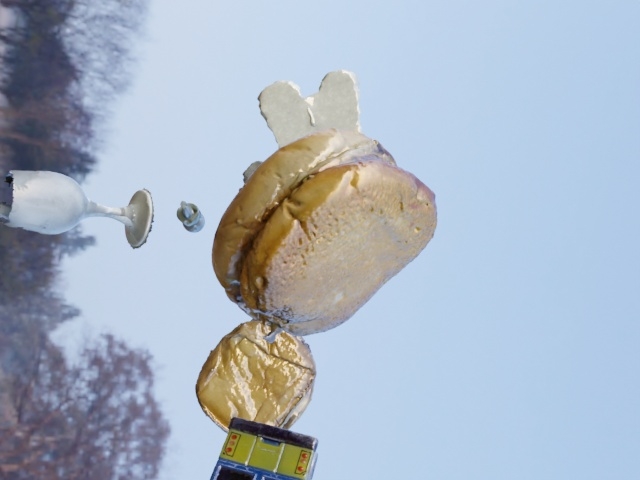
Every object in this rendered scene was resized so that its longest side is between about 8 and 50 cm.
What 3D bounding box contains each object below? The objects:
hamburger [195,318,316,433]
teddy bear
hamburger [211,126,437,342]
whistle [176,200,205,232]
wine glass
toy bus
[{"bbox_3d":[-0.141,0.322,2.021,0.283,0.259,0.144,-45,180,-6],"label":"hamburger"},{"bbox_3d":[-0.014,-0.155,1.981,0.362,0.328,0.375,154,-76,-84],"label":"teddy bear"},{"bbox_3d":[0.000,0.000,1.201,0.314,0.290,0.170,-44,-129,4],"label":"hamburger"},{"bbox_3d":[-0.197,-0.037,1.318,0.100,0.035,0.035,79,12,-73],"label":"whistle"},{"bbox_3d":[-0.523,-0.070,1.881,0.143,0.321,0.143,-20,-116,50],"label":"wine glass"},{"bbox_3d":[-0.093,0.411,1.268,0.175,0.138,0.287,-70,170,-49],"label":"toy bus"}]
